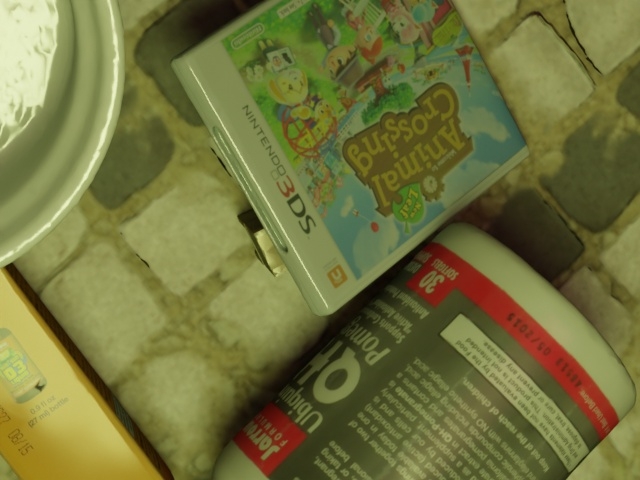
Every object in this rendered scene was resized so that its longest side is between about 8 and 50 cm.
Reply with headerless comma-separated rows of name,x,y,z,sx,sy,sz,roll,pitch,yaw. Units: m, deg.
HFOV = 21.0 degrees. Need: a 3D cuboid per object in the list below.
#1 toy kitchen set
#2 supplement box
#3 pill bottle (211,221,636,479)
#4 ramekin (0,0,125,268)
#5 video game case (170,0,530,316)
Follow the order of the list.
toy kitchen set,0.000,0.000,1.162,0.083,0.075,0.068,-28,104,-5
supplement box,-0.187,0.097,1.124,0.078,0.080,0.233,-35,106,-2
pill bottle,0.041,0.155,1.140,0.318,0.176,0.176,-45,105,-6
ramekin,-0.252,-0.116,0.998,0.277,0.135,0.277,-2,106,-7
video game case,0.027,-0.087,1.146,0.212,0.023,0.193,-38,105,-31
